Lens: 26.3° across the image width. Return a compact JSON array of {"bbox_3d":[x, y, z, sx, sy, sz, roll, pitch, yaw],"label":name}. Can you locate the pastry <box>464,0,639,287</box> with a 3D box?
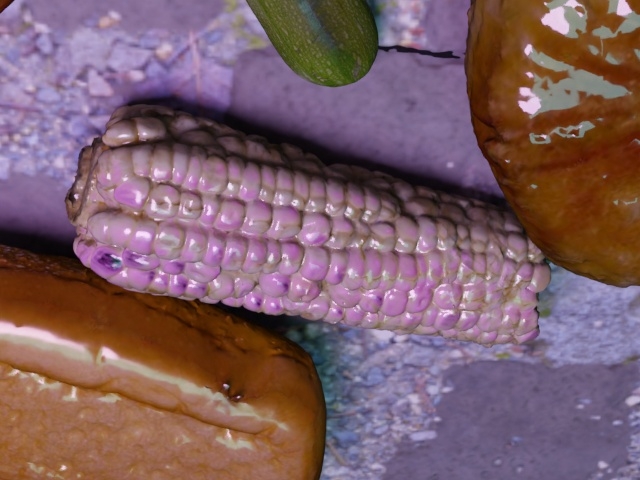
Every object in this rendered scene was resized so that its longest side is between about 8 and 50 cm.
[{"bbox_3d":[0.236,-0.107,0.826,0.330,0.136,0.329,-1,127,-2],"label":"pastry"}]

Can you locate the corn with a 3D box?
[{"bbox_3d":[-0.001,0.001,0.911,0.335,0.126,0.126,15,126,-14],"label":"corn"}]

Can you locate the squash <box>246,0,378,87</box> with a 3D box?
[{"bbox_3d":[-0.031,-0.182,0.801,0.066,0.066,0.229,-21,126,14],"label":"squash"}]

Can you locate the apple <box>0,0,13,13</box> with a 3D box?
[{"bbox_3d":[-0.225,-0.220,0.652,0.242,0.242,0.241,8,121,-9],"label":"apple"}]

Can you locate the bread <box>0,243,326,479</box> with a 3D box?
[{"bbox_3d":[-0.174,0.149,1.009,0.337,0.148,0.328,16,122,-12],"label":"bread"}]
